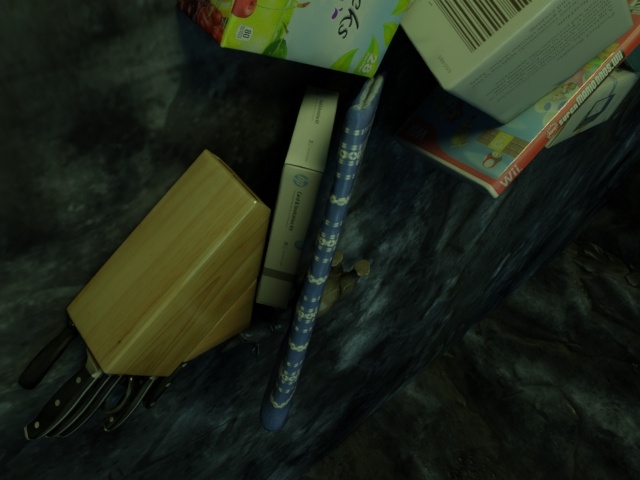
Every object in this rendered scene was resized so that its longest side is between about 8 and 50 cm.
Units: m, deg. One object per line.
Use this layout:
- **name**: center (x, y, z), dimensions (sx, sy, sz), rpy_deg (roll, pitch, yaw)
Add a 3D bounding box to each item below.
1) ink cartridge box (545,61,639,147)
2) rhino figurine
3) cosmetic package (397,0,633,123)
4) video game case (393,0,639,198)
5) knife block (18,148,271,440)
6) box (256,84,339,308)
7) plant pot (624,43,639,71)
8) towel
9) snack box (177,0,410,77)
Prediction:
- **ink cartridge box**: center (0.350, -0.237, 0.759), dimensions (0.212, 0.154, 0.093), rpy_deg (-24, 148, -38)
- **rhino figurine**: center (-0.041, 0.100, 0.756), dimensions (0.243, 0.073, 0.106), rpy_deg (-32, 169, -22)
- **cosmetic package**: center (0.172, -0.227, 0.479), dimensions (0.151, 0.151, 0.183), rpy_deg (-38, 161, 29)
- **video game case**: center (0.238, -0.199, 0.612), dimensions (0.285, 0.204, 0.025), rpy_deg (-49, 126, 5)
- **knife block**: center (-0.182, 0.070, 0.496), dimensions (0.242, 0.088, 0.276), rpy_deg (-26, 148, -36)
- **box**: center (-0.025, -0.043, 0.529), dimensions (0.145, 0.038, 0.186), rpy_deg (-81, -176, -47)
- **plant pot**: center (0.478, -0.363, 0.643), dimensions (0.247, 0.248, 0.252), rpy_deg (10, 149, -45)
- **towel**: center (0.000, 0.000, 0.530), dimensions (0.243, 0.040, 0.336), rpy_deg (-71, 177, -62)
- **snack box**: center (0.013, -0.236, 0.366), dimensions (0.174, 0.070, 0.207), rpy_deg (-8, 136, -48)
